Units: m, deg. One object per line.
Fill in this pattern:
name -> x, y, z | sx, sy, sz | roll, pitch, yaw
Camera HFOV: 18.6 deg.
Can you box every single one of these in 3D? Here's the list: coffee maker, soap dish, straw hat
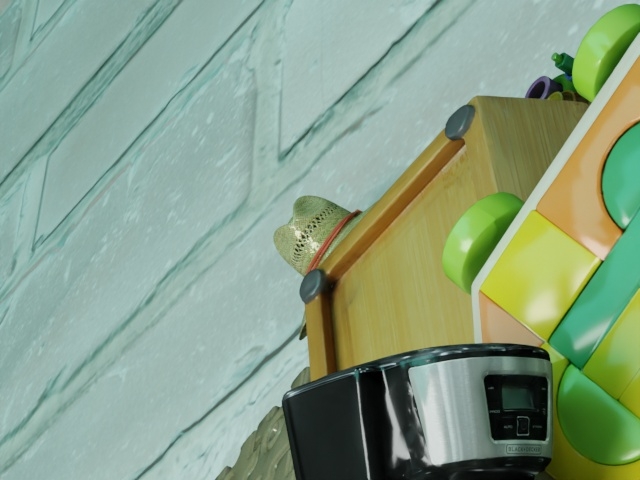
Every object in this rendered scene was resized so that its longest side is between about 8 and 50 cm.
coffee maker -> 0.039, 0.147, 0.892 | 0.171, 0.120, 0.178 | -15, 73, 21
soap dish -> 0.090, 0.067, 1.164 | 0.229, 0.118, 0.291 | -47, 29, 29
straw hat -> 0.000, 0.000, 1.404 | 0.144, 0.061, 0.144 | -54, -7, -10

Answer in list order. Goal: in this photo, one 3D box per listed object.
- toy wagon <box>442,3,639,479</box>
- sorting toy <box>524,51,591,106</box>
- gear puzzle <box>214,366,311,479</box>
toy wagon -> 0.214, -0.014, 0.920 | 0.267, 0.068, 0.344 | 40, 103, 35
sorting toy -> 0.159, -0.094, 1.293 | 0.061, 0.042, 0.102 | -58, 24, 7
gear puzzle -> -0.045, 0.245, 1.295 | 0.175, 0.044, 0.339 | -53, 17, 37
